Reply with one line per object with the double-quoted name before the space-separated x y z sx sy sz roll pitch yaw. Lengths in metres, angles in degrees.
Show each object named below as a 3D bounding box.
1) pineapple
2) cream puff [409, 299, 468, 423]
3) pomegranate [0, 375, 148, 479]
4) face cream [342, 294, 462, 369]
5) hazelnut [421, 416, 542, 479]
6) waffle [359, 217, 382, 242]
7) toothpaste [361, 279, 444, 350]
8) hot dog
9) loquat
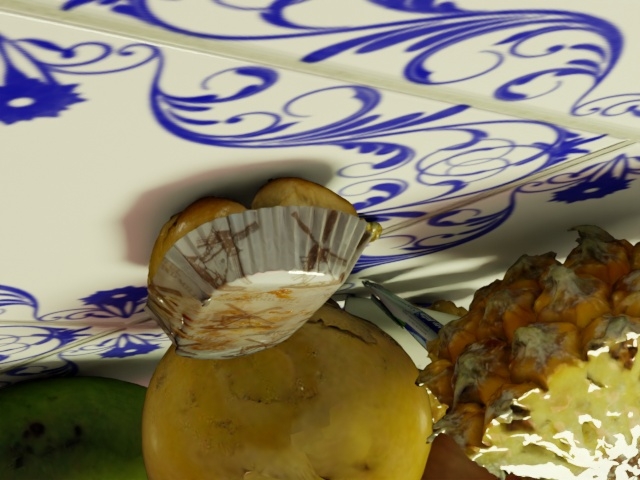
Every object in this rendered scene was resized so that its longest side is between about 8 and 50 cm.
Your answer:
"pineapple" 0.234 0.043 1.182 0.344 0.286 0.209 14 118 -26
"cream puff" 0.105 0.108 1.391 0.122 0.116 0.094 -33 163 17
"pomegranate" -0.249 0.225 1.473 0.310 0.216 0.358 -6 -163 -8
"face cream" 0.105 0.088 1.314 0.182 0.051 0.072 14 163 1
"hazelnut" 0.079 0.304 1.488 0.366 0.365 0.366 -9 167 -2
"waffle" 0.001 0.000 1.066 0.085 0.016 0.078 -9 168 1
"toothpaste" 0.101 0.086 1.244 0.028 0.170 0.045 -54 158 11
"hot dog" -0.050 0.024 0.998 0.131 0.069 0.252 -1 163 -14
"loquat" -0.030 0.151 1.223 0.235 0.235 0.235 -9 167 -2
